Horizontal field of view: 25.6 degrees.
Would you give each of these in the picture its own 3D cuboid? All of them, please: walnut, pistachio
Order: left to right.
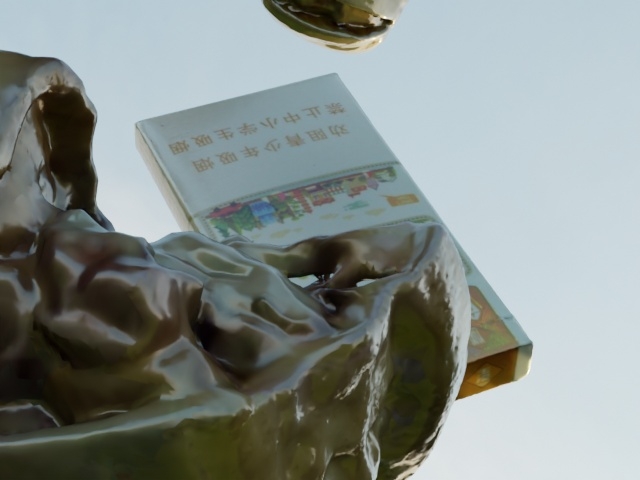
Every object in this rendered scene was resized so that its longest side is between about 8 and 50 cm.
[{"bbox_3d":[-0.070,0.063,0.489,0.238,0.141,0.204,22,-60,-13],"label":"walnut"},{"bbox_3d":[0.014,-0.229,1.292,0.149,0.113,0.113,19,-27,-25],"label":"pistachio"}]

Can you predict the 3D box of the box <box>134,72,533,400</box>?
[{"bbox_3d":[0.000,-0.001,0.701,0.032,0.122,0.220,94,-27,-43],"label":"box"}]
